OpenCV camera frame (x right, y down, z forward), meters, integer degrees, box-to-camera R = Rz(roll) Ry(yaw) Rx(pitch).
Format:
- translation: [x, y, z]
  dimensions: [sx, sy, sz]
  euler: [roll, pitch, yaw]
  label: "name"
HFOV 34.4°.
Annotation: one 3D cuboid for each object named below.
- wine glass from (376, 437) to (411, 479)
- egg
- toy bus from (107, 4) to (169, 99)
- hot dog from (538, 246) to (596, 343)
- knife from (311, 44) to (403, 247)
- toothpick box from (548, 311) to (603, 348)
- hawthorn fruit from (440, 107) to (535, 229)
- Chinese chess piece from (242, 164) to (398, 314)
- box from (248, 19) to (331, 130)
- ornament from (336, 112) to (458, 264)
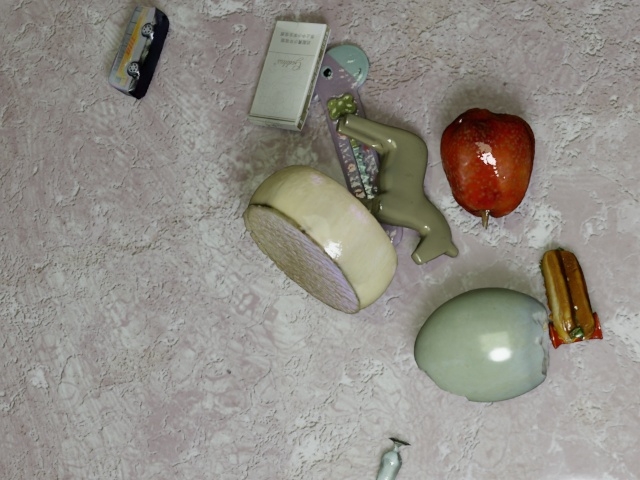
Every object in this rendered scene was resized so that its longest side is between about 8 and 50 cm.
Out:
- translation: [0.121, 0.373, 1.724]
  dimensions: [0.039, 0.042, 0.083]
  euler: [14, 86, 53]
  label: "wine glass"
- translation: [0.256, 0.167, 1.651]
  dimensions: [0.217, 0.183, 0.183]
  euler: [-2, 80, 18]
  label: "egg"
- translation: [-0.342, -0.355, 1.944]
  dimensions: [0.072, 0.057, 0.172]
  euler: [16, 84, 21]
  label: "toy bus"
- translation: [0.397, 0.091, 1.670]
  dimensions: [0.072, 0.055, 0.188]
  euler: [11, 50, -16]
  label: "hot dog"
- translation: [0.065, -0.159, 1.825]
  dimensions: [0.132, 0.038, 0.399]
  euler: [-19, 78, 13]
  label: "knife"
- translation: [0.415, 0.147, 1.687]
  dimensions: [0.083, 0.047, 0.047]
  euler: [-13, 78, 11]
  label: "toothpick box"
- translation: [0.272, -0.132, 1.711]
  dimensions: [0.173, 0.173, 0.179]
  euler: [21, 124, 16]
  label: "hawthorn fruit"
- translation: [0.000, 0.000, 1.693]
  dimensions: [0.270, 0.270, 0.112]
  euler: [38, 72, 16]
  label: "Chinese chess piece"
- translation: [-0.056, -0.299, 1.867]
  dimensions: [0.109, 0.029, 0.198]
  euler: [12, 82, 31]
  label: "box"
- translation: [0.133, -0.080, 1.756]
  dimensions: [0.245, 0.061, 0.230]
  euler: [16, 68, -18]
  label: "ornament"
